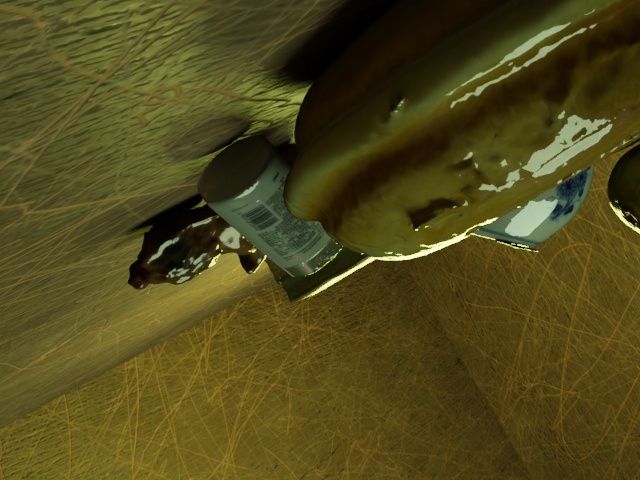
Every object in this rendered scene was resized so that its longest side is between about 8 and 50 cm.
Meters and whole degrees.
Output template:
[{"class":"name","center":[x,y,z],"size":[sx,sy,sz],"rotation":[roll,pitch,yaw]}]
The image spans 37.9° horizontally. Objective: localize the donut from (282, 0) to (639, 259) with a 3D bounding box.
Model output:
[{"class":"donut","center":[0.166,-0.135,0.820],"size":[0.449,0.198,0.449],"rotation":[-29,175,-3]}]

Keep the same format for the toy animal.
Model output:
[{"class":"toy animal","center":[-0.082,-0.031,1.076],"size":[0.312,0.097,0.157],"rotation":[-33,170,5]}]

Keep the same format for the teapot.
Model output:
[{"class":"teapot","center":[0.252,-0.140,1.277],"size":[0.252,0.280,0.424],"rotation":[16,-174,35]}]

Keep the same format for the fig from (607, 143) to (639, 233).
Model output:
[{"class":"fig","center":[0.324,-0.080,0.827],"size":[0.166,0.093,0.093],"rotation":[-57,174,3]}]

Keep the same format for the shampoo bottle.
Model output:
[{"class":"shampoo bottle","center":[-0.044,-0.029,0.977],"size":[0.086,0.056,0.227],"rotation":[-38,152,4]}]

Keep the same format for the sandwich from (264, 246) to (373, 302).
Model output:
[{"class":"sandwich","center":[0.000,0.000,1.580],"size":[0.198,0.155,0.227],"rotation":[-30,176,-7]}]
